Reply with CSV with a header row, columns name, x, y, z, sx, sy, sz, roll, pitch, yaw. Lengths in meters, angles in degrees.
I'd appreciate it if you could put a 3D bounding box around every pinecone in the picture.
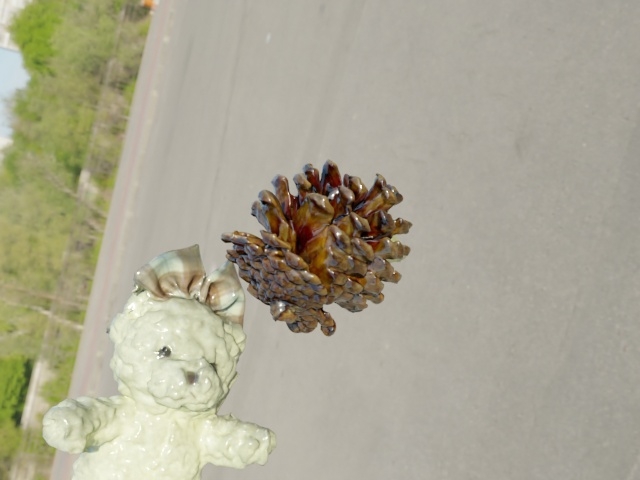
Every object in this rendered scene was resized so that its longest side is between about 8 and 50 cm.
name,x,y,z,sx,sy,sz,roll,pitch,yaw
pinecone,0.000,0.003,0.864,0.179,0.195,0.150,63,-178,-46

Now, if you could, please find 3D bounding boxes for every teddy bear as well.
name,x,y,z,sx,sy,sz,roll,pitch,yaw
teddy bear,-0.198,0.245,1.119,0.362,0.327,0.375,-60,26,17

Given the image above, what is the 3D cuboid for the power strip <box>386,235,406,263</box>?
name,x,y,z,sx,sy,sz,roll,pitch,yaw
power strip,0.068,-0.016,1.301,0.076,0.169,0.028,-13,49,28
